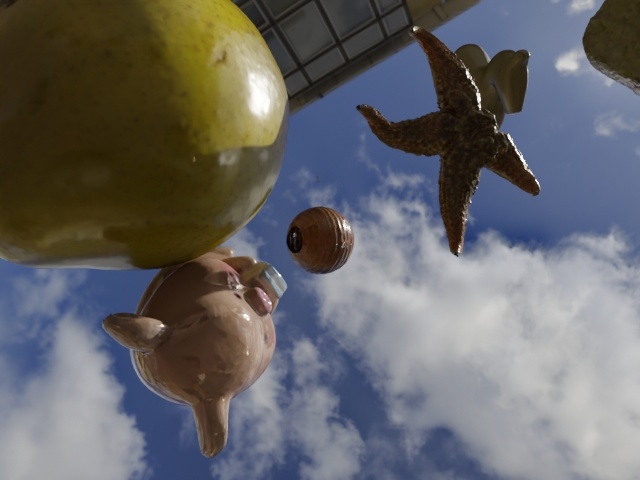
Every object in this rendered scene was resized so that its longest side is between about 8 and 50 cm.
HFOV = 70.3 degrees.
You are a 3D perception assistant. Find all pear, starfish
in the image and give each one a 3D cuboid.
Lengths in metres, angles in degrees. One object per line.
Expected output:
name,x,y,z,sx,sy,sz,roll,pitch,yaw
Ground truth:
pear,-0.232,-0.138,0.553,0.363,0.362,0.418,25,-134,36
starfish,0.140,-0.119,0.530,0.138,0.050,0.247,-34,-95,-1

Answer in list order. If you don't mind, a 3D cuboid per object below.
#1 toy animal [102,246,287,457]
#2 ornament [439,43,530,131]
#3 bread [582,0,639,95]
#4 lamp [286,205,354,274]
toy animal,-0.143,0.111,0.602,0.213,0.195,0.256,-38,-168,-20
ornament,0.268,-0.239,0.755,0.061,0.244,0.230,-6,-128,-2
bread,0.269,-0.176,0.311,0.125,0.156,0.086,-19,-124,-35
lamp,0.000,0.000,0.889,0.137,0.136,0.136,-13,-121,22
